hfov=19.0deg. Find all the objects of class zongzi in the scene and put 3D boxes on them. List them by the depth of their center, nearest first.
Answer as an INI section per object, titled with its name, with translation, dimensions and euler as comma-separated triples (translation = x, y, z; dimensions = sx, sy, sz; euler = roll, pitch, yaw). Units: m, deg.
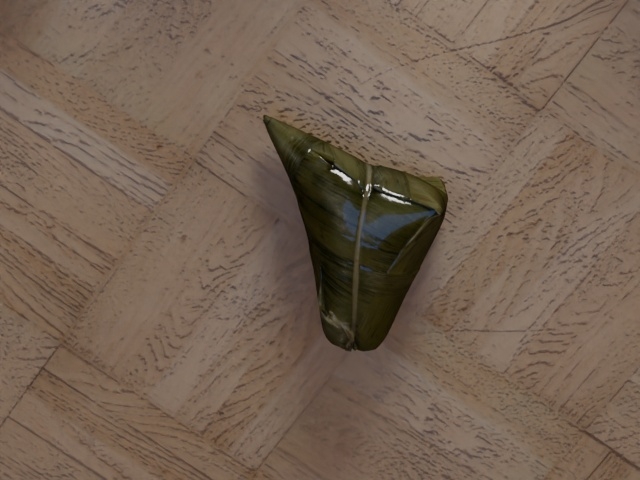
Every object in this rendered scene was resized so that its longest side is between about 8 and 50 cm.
[zongzi]
translation = -0.001, 0.002, 1.907
dimensions = 0.204, 0.094, 0.205
euler = 24, 110, -1
